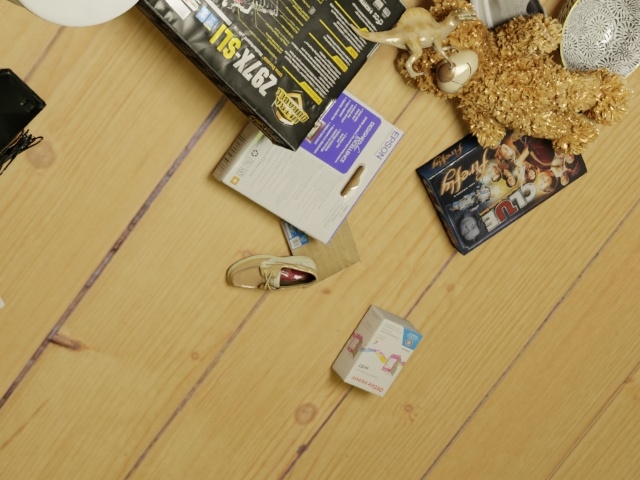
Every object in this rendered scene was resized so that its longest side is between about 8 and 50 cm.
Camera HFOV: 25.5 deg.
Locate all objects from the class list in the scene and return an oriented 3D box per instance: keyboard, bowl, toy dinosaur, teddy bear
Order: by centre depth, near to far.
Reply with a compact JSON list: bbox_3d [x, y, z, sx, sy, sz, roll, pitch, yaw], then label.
[{"bbox_3d":[-0.435,-0.125,1.821,0.192,0.038,0.100,-44,103,1],"label":"keyboard"},{"bbox_3d":[0.124,-0.267,1.911,0.183,0.053,0.092,-13,94,-17],"label":"toy dinosaur"},{"bbox_3d":[0.277,-0.218,2.016,0.338,0.245,0.113,33,56,-30],"label":"teddy bear"},{"bbox_3d":[0.409,-0.319,2.112,0.170,0.080,0.170,-11,120,-21],"label":"bowl"}]

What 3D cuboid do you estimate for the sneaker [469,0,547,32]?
[{"bbox_3d":[0.260,-0.393,1.930,0.281,0.115,0.105,71,30,-58],"label":"sneaker"}]

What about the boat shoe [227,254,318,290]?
[{"bbox_3d":[-0.068,0.050,2.079,0.135,0.045,0.050,-7,120,-14],"label":"boat shoe"}]

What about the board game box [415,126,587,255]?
[{"bbox_3d":[0.283,-0.108,2.182,0.243,0.042,0.165,-34,126,-7],"label":"board game box"}]

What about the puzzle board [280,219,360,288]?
[{"bbox_3d":[0.000,0.000,2.115,0.096,0.011,0.128,-27,124,-11],"label":"puzzle board"}]

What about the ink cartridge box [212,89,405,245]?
[{"bbox_3d":[-0.015,-0.124,2.017,0.208,0.045,0.206,32,96,-33],"label":"ink cartridge box"}]

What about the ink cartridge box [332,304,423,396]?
[{"bbox_3d":[0.089,0.175,2.226,0.088,0.052,0.122,25,103,-35],"label":"ink cartridge box"}]

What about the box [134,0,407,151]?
[{"bbox_3d":[-0.068,-0.314,1.838,0.257,0.079,0.322,-52,124,-7],"label":"box"}]

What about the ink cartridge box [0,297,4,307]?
[{"bbox_3d":[-0.571,0.027,1.806,0.239,0.060,0.275,-29,124,-12],"label":"ink cartridge box"}]

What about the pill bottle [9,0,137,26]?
[{"bbox_3d":[-0.308,-0.369,1.545,0.204,0.361,0.204,-12,120,-21],"label":"pill bottle"}]
